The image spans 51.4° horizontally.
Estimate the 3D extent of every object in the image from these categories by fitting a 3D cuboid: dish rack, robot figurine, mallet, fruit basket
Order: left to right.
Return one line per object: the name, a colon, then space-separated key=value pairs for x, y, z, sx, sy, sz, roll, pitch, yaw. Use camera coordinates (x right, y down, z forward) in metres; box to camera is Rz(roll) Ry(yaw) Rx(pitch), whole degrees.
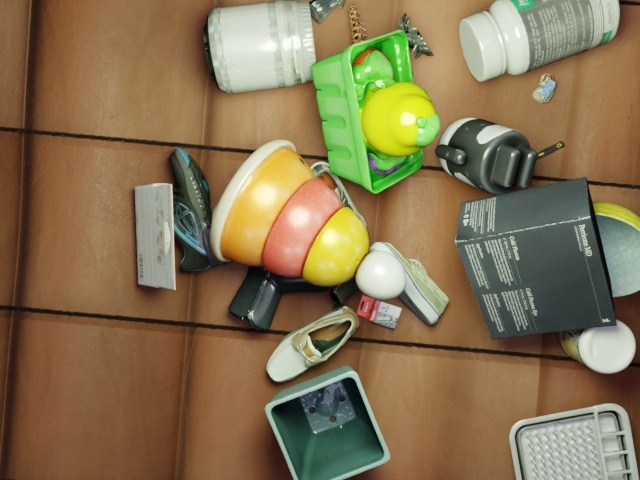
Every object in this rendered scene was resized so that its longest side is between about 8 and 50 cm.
fruit basket: x=0.173 y=-0.311 z=1.624 sx=0.283 sy=0.392 sz=0.392 roll=-31 pitch=93 yaw=-42
robot figurine: x=0.426 y=-0.217 z=1.722 sx=0.173 sy=0.278 sz=0.209 roll=-48 pitch=126 yaw=-3
mallet: x=0.582 y=-0.235 z=1.840 sx=0.190 sy=0.039 sz=0.062 roll=-34 pitch=93 yaw=-3
dish rack: x=0.700 y=0.606 z=1.863 sx=0.333 sy=0.072 sz=0.285 roll=-11 pitch=94 yaw=1

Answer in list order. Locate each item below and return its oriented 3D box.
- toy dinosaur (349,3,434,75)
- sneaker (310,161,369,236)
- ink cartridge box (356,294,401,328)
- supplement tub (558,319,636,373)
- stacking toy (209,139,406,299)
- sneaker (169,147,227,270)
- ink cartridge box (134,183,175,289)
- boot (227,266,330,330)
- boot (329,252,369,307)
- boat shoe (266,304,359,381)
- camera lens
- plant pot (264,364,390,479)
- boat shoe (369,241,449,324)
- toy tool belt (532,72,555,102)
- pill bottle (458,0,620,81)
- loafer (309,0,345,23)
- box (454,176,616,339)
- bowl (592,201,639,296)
toy dinosaur: x=0.177 y=-0.483 z=1.776 sx=0.218 sy=0.164 sz=0.322 roll=-32 pitch=114 yaw=18
sneaker: x=0.046 y=-0.086 z=1.809 sx=0.100 sy=0.108 sz=0.271 roll=-30 pitch=98 yaw=1
ink cartridge box: x=0.163 y=0.200 z=1.863 sx=0.115 sy=0.029 sz=0.063 roll=19 pitch=93 yaw=-1
supplement tub: x=0.732 y=0.265 z=1.780 sx=0.144 sy=0.199 sz=0.144 roll=0 pitch=93 yaw=0
stacking toy: x=0.000 y=0.000 z=1.654 sx=0.480 sy=0.350 sz=0.350 roll=31 pitch=93 yaw=12
sneaker: x=-0.362 y=-0.080 z=1.805 sx=0.140 sy=0.125 sz=0.341 roll=-18 pitch=90 yaw=9
ink cartridge box: x=-0.417 y=-0.013 z=1.759 sx=0.060 sy=0.239 sz=0.275 roll=-4 pitch=94 yaw=-39
boot: x=-0.111 y=0.155 z=1.828 sx=0.246 sy=0.094 sz=0.207 roll=21 pitch=89 yaw=6
boot: x=0.065 y=0.076 z=1.774 sx=0.137 sy=0.077 sz=0.198 roll=-40 pitch=125 yaw=-27
boat shoe: x=-0.028 y=0.287 z=1.831 sx=0.302 sy=0.103 sz=0.113 roll=-40 pitch=93 yaw=3
camera lens: x=-0.155 y=-0.504 z=1.732 sx=0.274 sy=0.219 sz=0.219 roll=-6 pitch=93 yaw=1
plant pot: x=0.017 y=0.472 z=1.767 sx=0.247 sy=0.252 sz=0.248 roll=-22 pitch=92 yaw=1
boat shoe: x=0.241 y=0.101 z=1.805 sx=0.094 sy=0.109 sz=0.302 roll=-47 pitch=118 yaw=-15
toy tool belt: x=0.619 y=-0.419 z=1.819 sx=0.052 sy=0.051 sz=0.083 roll=27 pitch=92 yaw=-1
pill bottle: x=0.563 y=-0.556 z=1.736 sx=0.361 sy=0.204 sz=0.204 roll=-20 pitch=93 yaw=0
loafer: x=0.044 y=-0.658 z=1.811 sx=0.170 sy=0.062 sz=0.061 roll=-32 pitch=115 yaw=5
box: x=0.543 y=0.055 z=1.667 sx=0.312 sy=0.179 sz=0.343 roll=-10 pitch=123 yaw=25
bowl: x=0.749 y=-0.005 z=1.772 sx=0.289 sy=0.289 sz=0.156 roll=36 pitch=51 yaw=-2
